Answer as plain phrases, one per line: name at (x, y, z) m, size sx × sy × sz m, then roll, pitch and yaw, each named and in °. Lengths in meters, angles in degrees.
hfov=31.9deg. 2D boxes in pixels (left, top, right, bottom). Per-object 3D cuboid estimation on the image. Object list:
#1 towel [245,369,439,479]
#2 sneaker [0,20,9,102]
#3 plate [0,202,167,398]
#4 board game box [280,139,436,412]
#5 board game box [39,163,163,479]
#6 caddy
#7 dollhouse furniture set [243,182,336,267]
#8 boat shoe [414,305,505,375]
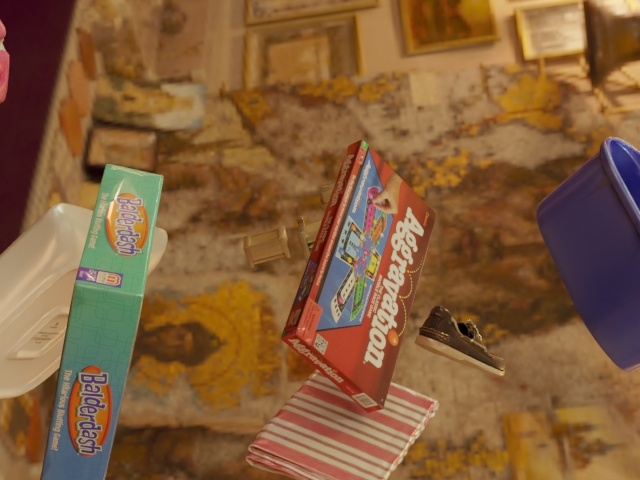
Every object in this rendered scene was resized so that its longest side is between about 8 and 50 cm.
towel at (0.027, 0.204, 1.199) m, size 0.197 × 0.144 × 0.029 m, roll -42°, pitch 147°, yaw -53°
sneaker at (-0.215, -0.010, 0.369) m, size 0.111 × 0.252 × 0.103 m, roll 49°, pitch 5°, yaw 8°
plate at (-0.294, 0.083, 1.164) m, size 0.045 × 0.278 × 0.277 m, roll 48°, pitch 7°, yaw 14°
board game box at (0.050, 0.034, 1.247) m, size 0.145 × 0.027 × 0.281 m, roll 43°, pitch 47°, yaw -29°
board game box at (-0.159, 0.075, 0.809) m, size 0.160 × 0.047 × 0.210 m, roll -93°, pitch -163°, yaw -57°
caddy at (0.430, 0.021, 1.423) m, size 0.241 × 0.179 × 0.341 m, roll 23°, pitch 37°, yaw -42°
dollhouse furniture set at (0.000, 0.000, 1.503) m, size 0.161 × 0.181 × 0.101 m, roll -94°, pitch 168°, yaw -67°
boat shoe at (0.211, 0.145, 1.597) m, size 0.206 × 0.075 × 0.065 m, roll 26°, pitch 80°, yaw -48°
